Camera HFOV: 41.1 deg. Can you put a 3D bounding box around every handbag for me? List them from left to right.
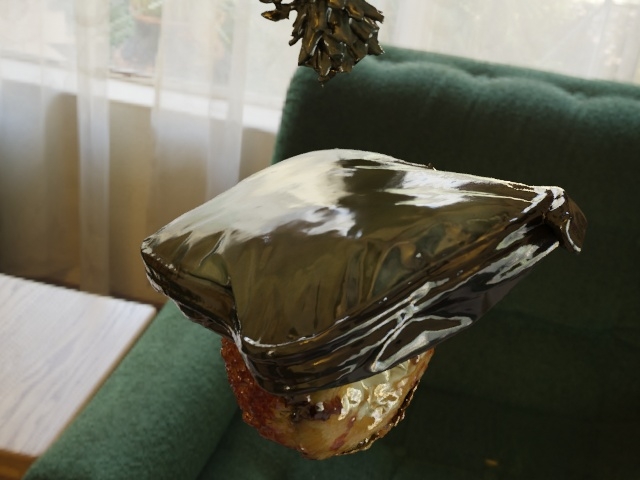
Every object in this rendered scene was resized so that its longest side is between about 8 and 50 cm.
[{"bbox_3d":[0.001,0.001,0.543,0.191,0.075,0.332,-27,18,-18],"label":"handbag"}]

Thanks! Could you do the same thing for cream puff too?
[{"bbox_3d":[0.009,0.082,0.788,0.164,0.240,0.240,37,38,29],"label":"cream puff"}]

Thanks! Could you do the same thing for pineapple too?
[{"bbox_3d":[0.000,-0.282,0.755,0.157,0.279,0.158,-15,23,6],"label":"pineapple"}]
